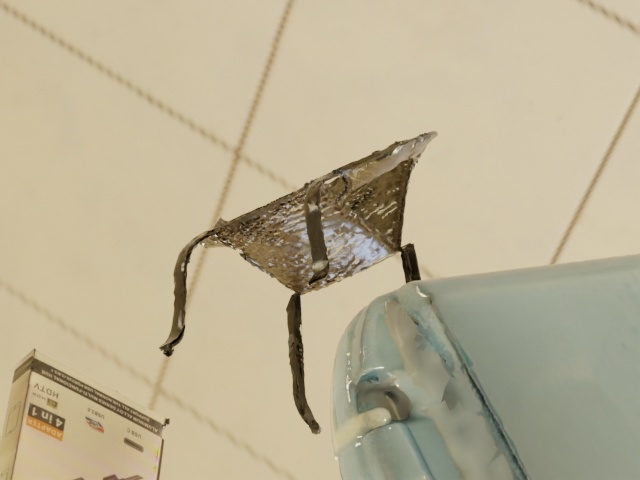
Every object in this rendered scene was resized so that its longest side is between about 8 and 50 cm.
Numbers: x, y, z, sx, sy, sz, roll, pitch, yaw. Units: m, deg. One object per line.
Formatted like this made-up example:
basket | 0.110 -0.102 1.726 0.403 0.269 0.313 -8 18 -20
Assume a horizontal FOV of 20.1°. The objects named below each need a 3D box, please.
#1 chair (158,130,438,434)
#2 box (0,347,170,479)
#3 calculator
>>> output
chair | 0.000 0.000 1.184 0.174 0.213 0.149 -25 133 31
box | -0.181 0.204 1.325 0.129 0.247 0.033 31 129 -26
calculator | 0.094 0.059 0.494 0.039 0.210 0.121 -46 62 40
